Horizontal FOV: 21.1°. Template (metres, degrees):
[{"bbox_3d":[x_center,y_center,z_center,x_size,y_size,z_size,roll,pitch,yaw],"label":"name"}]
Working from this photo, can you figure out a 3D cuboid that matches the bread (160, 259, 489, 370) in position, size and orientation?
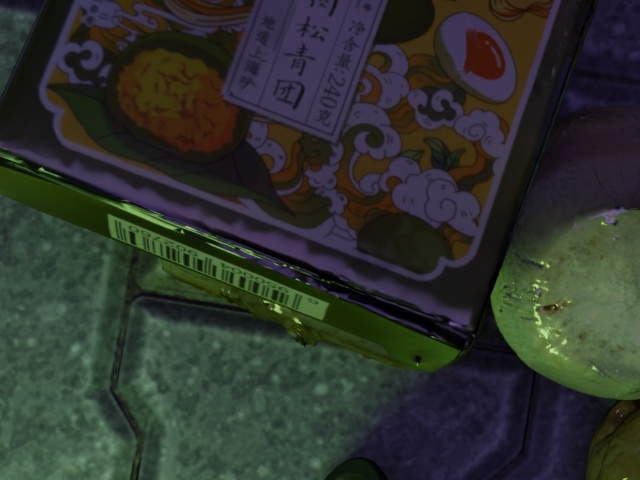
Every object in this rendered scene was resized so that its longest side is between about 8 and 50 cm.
[{"bbox_3d":[-0.003,-0.001,1.408,0.314,0.192,0.171,22,90,2],"label":"bread"}]

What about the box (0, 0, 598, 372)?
[{"bbox_3d":[-0.002,-0.160,1.280,0.373,0.138,0.420,22,74,-1],"label":"box"}]

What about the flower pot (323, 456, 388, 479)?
[{"bbox_3d":[0.064,0.310,1.401,0.148,0.235,0.235,20,88,-16],"label":"flower pot"}]

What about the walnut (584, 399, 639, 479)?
[{"bbox_3d":[0.302,0.185,1.411,0.184,0.155,0.155,-19,87,3],"label":"walnut"}]

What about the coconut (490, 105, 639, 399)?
[{"bbox_3d":[0.239,0.007,1.393,0.227,0.230,0.227,2,110,4],"label":"coconut"}]
